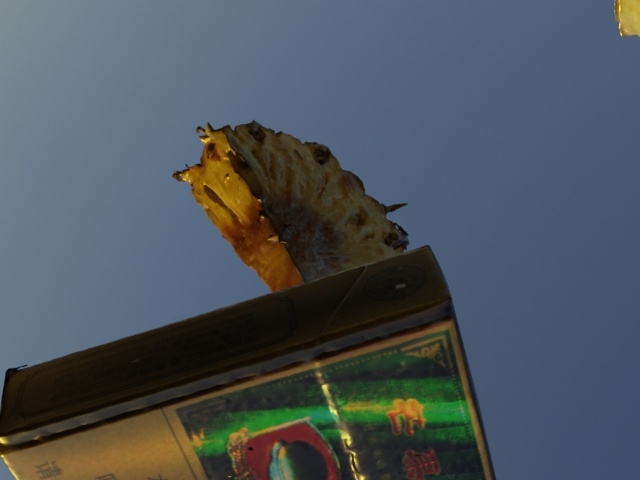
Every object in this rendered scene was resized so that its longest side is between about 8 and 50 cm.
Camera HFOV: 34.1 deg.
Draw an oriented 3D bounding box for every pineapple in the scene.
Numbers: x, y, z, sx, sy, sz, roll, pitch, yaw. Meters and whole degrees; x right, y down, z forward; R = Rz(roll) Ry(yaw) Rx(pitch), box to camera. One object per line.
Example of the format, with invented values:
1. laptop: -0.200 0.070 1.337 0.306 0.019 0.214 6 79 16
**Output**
1. pineapple: 0.001 -0.001 0.817 0.135 0.233 0.079 -26 168 -40

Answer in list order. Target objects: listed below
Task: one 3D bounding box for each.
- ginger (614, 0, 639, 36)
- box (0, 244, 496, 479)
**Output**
1. ginger: 0.361 -0.285 0.995 0.115 0.193 0.122 33 -114 32
2. box: -0.033 0.107 0.569 0.240 0.159 0.071 -17 -147 2
